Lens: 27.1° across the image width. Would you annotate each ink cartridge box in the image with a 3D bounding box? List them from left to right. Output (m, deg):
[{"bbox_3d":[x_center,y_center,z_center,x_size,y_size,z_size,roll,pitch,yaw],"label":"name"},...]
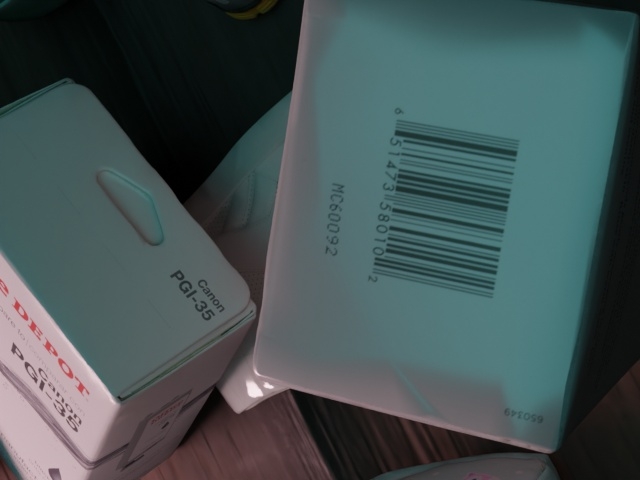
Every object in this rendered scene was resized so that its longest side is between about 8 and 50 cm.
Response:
[{"bbox_3d":[-0.179,0.055,0.924,0.207,0.117,0.283,50,149,11],"label":"ink cartridge box"}]

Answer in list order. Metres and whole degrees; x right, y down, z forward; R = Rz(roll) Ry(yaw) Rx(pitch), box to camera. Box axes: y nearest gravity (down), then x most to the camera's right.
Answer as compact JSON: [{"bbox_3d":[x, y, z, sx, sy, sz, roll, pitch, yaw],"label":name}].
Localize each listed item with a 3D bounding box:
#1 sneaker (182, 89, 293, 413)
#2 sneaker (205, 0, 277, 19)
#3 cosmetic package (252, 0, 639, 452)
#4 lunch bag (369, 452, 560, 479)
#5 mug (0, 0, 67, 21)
[{"bbox_3d":[0.000,0.000,0.930,0.169,0.108,0.292,50,121,9],"label":"sneaker"},{"bbox_3d":[-0.084,-0.265,0.941,0.084,0.083,0.215,-20,87,25],"label":"sneaker"},{"bbox_3d":[0.116,-0.029,0.728,0.155,0.365,0.197,11,98,20],"label":"cosmetic package"},{"bbox_3d":[0.050,0.256,0.867,0.160,0.223,0.262,43,109,7],"label":"lunch bag"},{"bbox_3d":[-0.224,-0.229,0.996,0.157,0.097,0.130,8,99,21],"label":"mug"}]
